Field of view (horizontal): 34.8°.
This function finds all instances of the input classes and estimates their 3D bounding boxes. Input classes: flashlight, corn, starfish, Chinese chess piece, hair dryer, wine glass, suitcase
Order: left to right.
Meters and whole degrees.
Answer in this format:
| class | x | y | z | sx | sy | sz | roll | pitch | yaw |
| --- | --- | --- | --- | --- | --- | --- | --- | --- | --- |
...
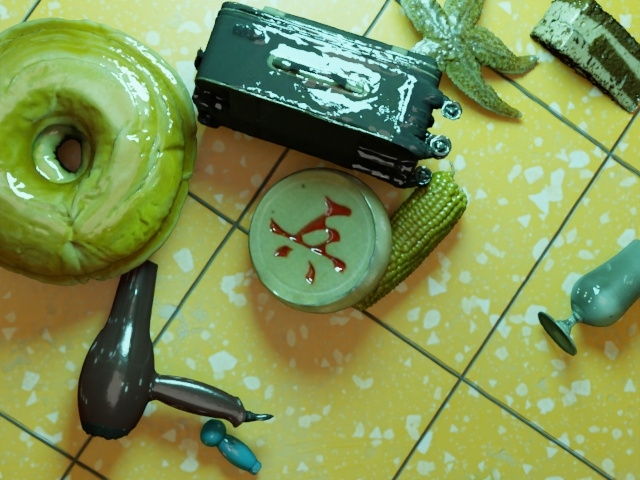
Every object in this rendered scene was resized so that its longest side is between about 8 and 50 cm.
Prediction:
| class | x | y | z | sx | sy | sz | roll | pitch | yaw |
| --- | --- | --- | --- | --- | --- | --- | --- | --- | --- |
| hair dryer | -0.229 | 0.217 | 1.757 | 0.340 | 0.123 | 0.312 | 17 | 80 | -8 |
| flashlight | -0.157 | 0.366 | 1.797 | 0.129 | 0.051 | 0.051 | 41 | 86 | -7 |
| Chinese chess piece | 0.000 | 0.000 | 1.737 | 0.250 | 0.103 | 0.249 | -2 | 83 | 19 |
| suitcase | 0.004 | -0.235 | 1.666 | 0.434 | 0.283 | 0.194 | 17 | 80 | 1 |
| corn | 0.154 | -0.001 | 1.802 | 0.101 | 0.101 | 0.310 | 40 | 88 | -6 |
| starfish | 0.225 | -0.353 | 1.807 | 0.327 | 0.094 | 0.375 | -32 | 100 | -7 |
| wine glass | 0.513 | 0.100 | 1.847 | 0.231 | 0.103 | 0.103 | -36 | 95 | -7 |

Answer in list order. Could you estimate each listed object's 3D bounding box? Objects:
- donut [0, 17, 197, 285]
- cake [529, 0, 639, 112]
| class | x | y | z | sx | sy | sz | roll | pitch | yaw |
| --- | --- | --- | --- | --- | --- | --- | --- | --- | --- |
| donut | -0.418 | -0.147 | 1.681 | 0.449 | 0.198 | 0.448 | 0 | 90 | -5 |
| cake | 0.499 | -0.352 | 1.866 | 0.246 | 0.135 | 0.112 | 29 | 101 | -35 |
